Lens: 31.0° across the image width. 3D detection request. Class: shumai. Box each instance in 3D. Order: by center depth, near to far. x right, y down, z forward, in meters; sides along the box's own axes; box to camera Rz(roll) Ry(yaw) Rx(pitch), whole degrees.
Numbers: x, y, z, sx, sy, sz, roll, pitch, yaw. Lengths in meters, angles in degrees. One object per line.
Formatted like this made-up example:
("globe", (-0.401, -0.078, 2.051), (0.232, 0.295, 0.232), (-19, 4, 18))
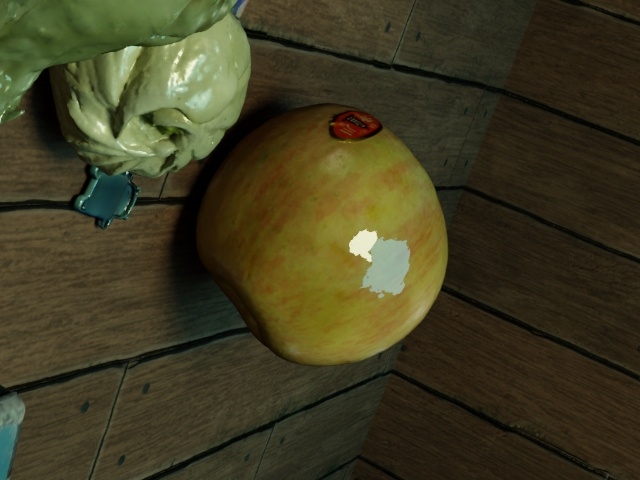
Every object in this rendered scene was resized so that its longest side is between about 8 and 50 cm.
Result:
("shumai", (-0.247, -0.223, 1.028), (0.330, 0.292, 0.288), (30, 69, -33))

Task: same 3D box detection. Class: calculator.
("calculator", (-0.280, -0.061, 1.534), (0.094, 0.019, 0.141), (-65, 160, 0))

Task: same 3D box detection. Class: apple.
("apple", (0.000, 0.000, 1.766), (0.346, 0.391, 0.391), (-32, 148, -17))

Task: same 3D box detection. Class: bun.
("bun", (-0.187, -0.175, 1.338), (0.259, 0.160, 0.259), (-21, 149, -14))

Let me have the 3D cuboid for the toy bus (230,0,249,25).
("toy bus", (-0.129, -0.346, 1.477), (0.274, 0.090, 0.112), (-63, 158, -5))

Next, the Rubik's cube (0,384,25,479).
("Rubik's cube", (-0.486, 0.239, 0.969), (0.316, 0.313, 0.318), (-17, 127, -63))
